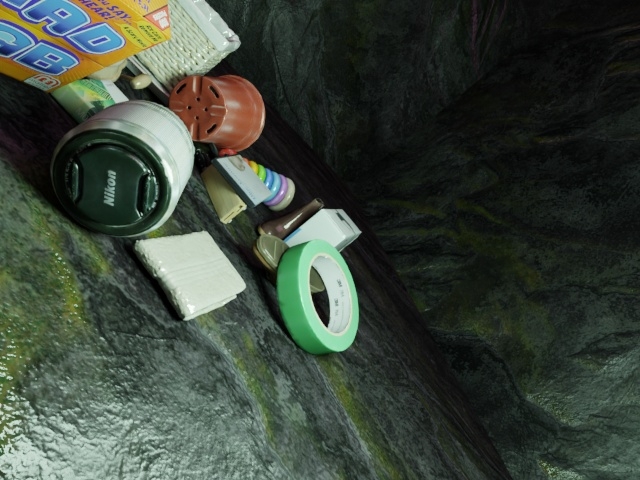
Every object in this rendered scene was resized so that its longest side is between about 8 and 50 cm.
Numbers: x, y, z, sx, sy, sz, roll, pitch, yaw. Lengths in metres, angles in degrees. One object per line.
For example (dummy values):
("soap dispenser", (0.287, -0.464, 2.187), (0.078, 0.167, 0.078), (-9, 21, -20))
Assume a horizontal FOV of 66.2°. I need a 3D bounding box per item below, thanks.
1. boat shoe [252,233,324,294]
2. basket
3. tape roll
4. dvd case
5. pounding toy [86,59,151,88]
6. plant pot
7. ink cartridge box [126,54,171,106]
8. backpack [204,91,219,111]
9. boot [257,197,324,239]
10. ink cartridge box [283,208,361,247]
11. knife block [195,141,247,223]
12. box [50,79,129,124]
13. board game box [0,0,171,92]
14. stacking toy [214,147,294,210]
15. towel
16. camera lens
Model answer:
("boat shoe", (-0.111, 0.090, 1.433), (0.307, 0.104, 0.110), (42, 37, -42))
("basket", (-0.486, -0.713, 1.673), (0.331, 0.266, 0.328), (46, 14, -17))
("tape roll", (0.000, 0.159, 1.395), (0.321, 0.077, 0.321), (38, 43, -46))
("dvd case", (-0.239, -0.192, 1.536), (0.180, 0.022, 0.253), (50, 14, -6))
("pounding toy", (-0.627, -0.504, 1.377), (0.269, 0.155, 0.154), (40, 44, -7))
("plant pot", (-0.358, -0.436, 1.653), (0.272, 0.272, 0.265), (51, 16, 0))
("ink cartridge box", (-0.605, -0.583, 1.653), (0.296, 0.066, 0.261), (45, 16, -22))
("backpack", (-0.413, -0.544, 2.016), (0.115, 0.152, 0.182), (60, 1, -3))
("boot", (-0.097, -0.079, 1.681), (0.090, 0.207, 0.248), (52, 14, 5))
("ink cartridge box", (0.000, 0.000, 1.755), (0.129, 0.223, 0.307), (52, 14, 7))
("knife block", (-0.315, -0.194, 1.534), (0.242, 0.088, 0.275), (48, 14, -10))
("box", (-0.483, -0.265, 1.240), (0.322, 0.058, 0.232), (47, 14, -13))
("board game box", (-0.550, -0.557, 0.915), (0.356, 0.356, 0.356), (16, 62, -67))
("stacking toy", (-0.251, -0.231, 1.794), (0.330, 0.141, 0.141), (29, 25, -42))
("towel", (-0.276, 0.067, 1.075), (0.187, 0.049, 0.282), (51, 15, 7))
("camera lens", (-0.371, -0.149, 0.960), (0.219, 0.219, 0.274), (45, 15, -23))
